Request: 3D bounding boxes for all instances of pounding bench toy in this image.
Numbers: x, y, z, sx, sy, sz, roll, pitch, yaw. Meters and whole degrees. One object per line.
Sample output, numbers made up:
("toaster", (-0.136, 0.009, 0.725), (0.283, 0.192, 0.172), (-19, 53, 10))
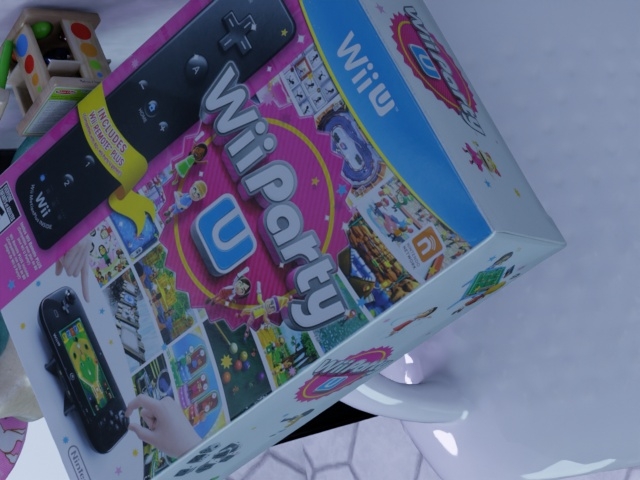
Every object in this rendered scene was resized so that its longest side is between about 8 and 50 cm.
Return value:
("pounding bench toy", (-0.171, -0.103, 0.884), (0.083, 0.065, 0.052), (-3, 149, -41))

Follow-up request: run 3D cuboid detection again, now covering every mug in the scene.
("mug", (0.111, 0.005, 1.018), (0.374, 0.328, 0.276), (-1, 167, -39))

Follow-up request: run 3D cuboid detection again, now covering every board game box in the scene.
("board game box", (-0.046, -0.009, 0.843), (0.303, 0.224, 0.097), (-37, 157, 24))

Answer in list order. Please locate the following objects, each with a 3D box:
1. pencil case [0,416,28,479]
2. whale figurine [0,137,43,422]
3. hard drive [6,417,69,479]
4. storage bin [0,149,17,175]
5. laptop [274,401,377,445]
("pencil case", (-0.378, 0.072, 1.073), (0.167, 0.160, 0.386), (27, 166, 39))
("whale figurine", (-0.192, 0.013, 1.111), (0.272, 0.141, 0.216), (-54, 156, 13))
("hard drive", (-0.279, 0.176, 1.438), (0.353, 0.047, 0.233), (5, 127, -10))
("storage bin", (-0.241, -0.007, 1.233), (0.180, 0.122, 0.084), (-3, 169, -34))
("laptop", (-0.183, 0.193, 2.013), (0.382, 0.236, 0.408), (-13, 172, -19))
